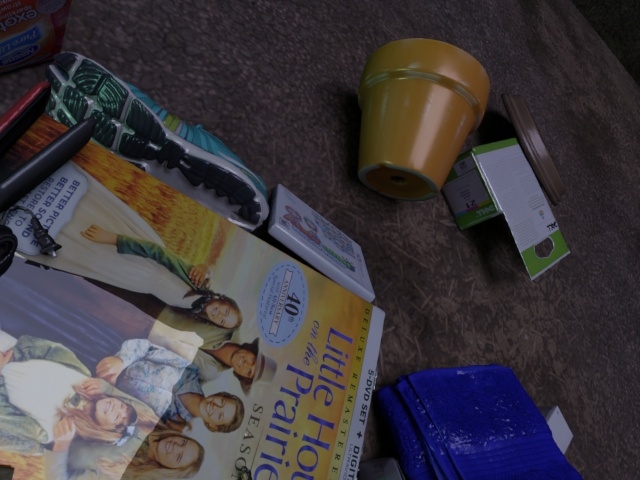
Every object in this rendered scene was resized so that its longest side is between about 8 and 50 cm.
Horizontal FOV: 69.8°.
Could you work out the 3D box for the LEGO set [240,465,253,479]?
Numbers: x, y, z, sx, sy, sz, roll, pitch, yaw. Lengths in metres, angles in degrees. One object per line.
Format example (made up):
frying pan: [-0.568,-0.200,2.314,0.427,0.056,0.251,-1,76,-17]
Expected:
LEGO set: [-0.081,0.220,0.363,0.083,0.024,0.054,-11,82,-52]

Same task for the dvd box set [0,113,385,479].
dvd box set: [-0.133,0.117,0.416,0.421,0.062,0.307,32,55,-23]

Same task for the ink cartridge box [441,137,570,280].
ink cartridge box: [0.353,-0.056,0.888,0.189,0.097,0.255,-19,85,-41]

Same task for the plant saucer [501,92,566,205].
plant saucer: [0.479,-0.209,1.022,0.278,0.041,0.277,39,38,-39]

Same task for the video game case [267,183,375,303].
video game case: [0.000,0.000,0.598,0.157,0.019,0.143,37,19,-18]

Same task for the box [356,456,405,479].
box: [0.092,0.396,0.425,0.059,0.232,0.321,-13,76,1]

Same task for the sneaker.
sneaker: [-0.179,-0.102,0.523,0.275,0.107,0.110,36,22,-13]

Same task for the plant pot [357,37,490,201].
plant pot: [0.144,-0.172,0.728,0.205,0.205,0.187,25,74,-27]

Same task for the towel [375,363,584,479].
towel: [0.221,0.289,0.543,0.228,0.076,0.308,-2,43,-20]

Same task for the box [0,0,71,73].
box: [-0.372,-0.292,0.423,0.256,0.123,0.128,53,49,-7]

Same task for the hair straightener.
hair straightener: [-0.229,-0.011,0.322,0.089,0.047,0.230,37,54,-20]

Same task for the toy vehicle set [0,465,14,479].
toy vehicle set: [-0.289,0.243,0.211,0.166,0.035,0.266,22,72,-27]

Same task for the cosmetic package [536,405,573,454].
cosmetic package: [0.267,0.332,0.656,0.239,0.099,0.060,-28,89,-40]
